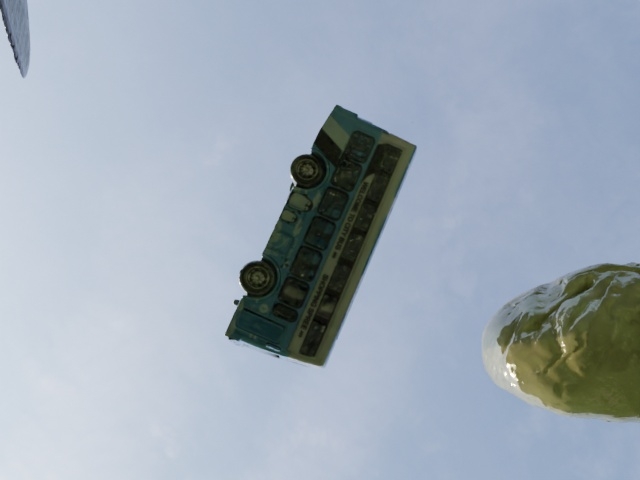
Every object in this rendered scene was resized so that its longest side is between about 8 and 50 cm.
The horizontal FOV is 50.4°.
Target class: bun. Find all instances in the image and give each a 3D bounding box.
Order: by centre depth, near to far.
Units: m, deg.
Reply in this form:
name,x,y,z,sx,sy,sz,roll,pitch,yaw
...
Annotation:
name,x,y,z,sx,sy,sz,roll,pitch,yaw
bun,0.278,0.089,0.678,0.229,0.229,0.145,7,-81,6

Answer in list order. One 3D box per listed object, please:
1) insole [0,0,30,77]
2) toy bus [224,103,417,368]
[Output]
name,x,y,z,sx,sy,sz,roll,pitch,yaw
insole,-0.137,-0.183,0.272,0.005,0.086,0.253,-5,-49,-15
toy bus,0.000,0.000,0.796,0.131,0.106,0.297,23,-103,3
